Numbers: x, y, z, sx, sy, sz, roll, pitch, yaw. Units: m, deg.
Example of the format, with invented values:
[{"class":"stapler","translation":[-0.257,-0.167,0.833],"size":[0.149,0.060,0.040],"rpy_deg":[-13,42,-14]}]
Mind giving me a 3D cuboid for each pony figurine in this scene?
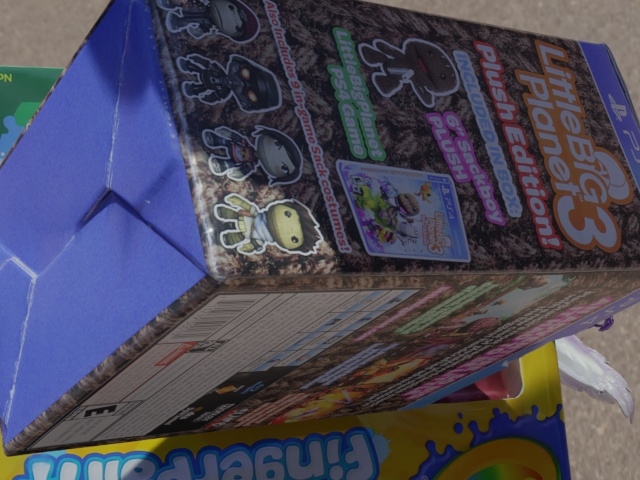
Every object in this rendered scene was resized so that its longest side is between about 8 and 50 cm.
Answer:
[{"class":"pony figurine","translation":[0.286,0.069,1.400],"size":[0.351,0.303,0.364],"rpy_deg":[26,85,13]}]

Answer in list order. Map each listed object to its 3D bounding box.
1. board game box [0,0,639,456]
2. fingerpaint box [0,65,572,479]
[{"class":"board game box","translation":[0.000,0.000,0.550],"size":[0.232,0.291,0.141],"rpy_deg":[-37,61,46]},{"class":"fingerpaint box","translation":[-0.048,0.071,0.798],"size":[0.444,0.163,0.371],"rpy_deg":[0,80,-20]}]
